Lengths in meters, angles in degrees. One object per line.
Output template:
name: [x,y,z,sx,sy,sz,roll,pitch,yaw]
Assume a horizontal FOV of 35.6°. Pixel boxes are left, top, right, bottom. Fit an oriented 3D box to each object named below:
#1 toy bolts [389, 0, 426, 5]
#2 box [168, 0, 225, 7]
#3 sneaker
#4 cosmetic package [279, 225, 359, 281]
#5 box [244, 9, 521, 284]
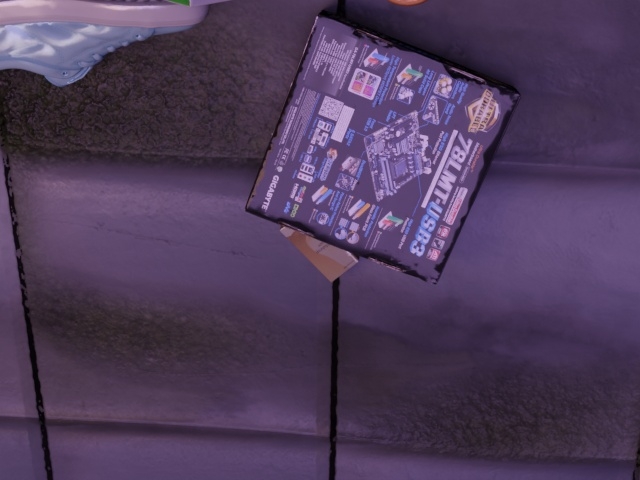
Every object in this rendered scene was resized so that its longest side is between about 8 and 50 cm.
toy bolts: [0.126,-0.417,1.195,0.218,0.158,0.228,-26,111,17]
box: [-0.097,-0.427,1.167,0.127,0.231,0.262,26,127,43]
sneaker: [-0.319,-0.286,1.341,0.366,0.135,0.150,2,134,9]
cosmetic package: [0.000,0.000,1.479,0.060,0.041,0.115,-40,106,20]
box: [0.081,-0.124,1.371,0.293,0.073,0.295,20,107,-5]
